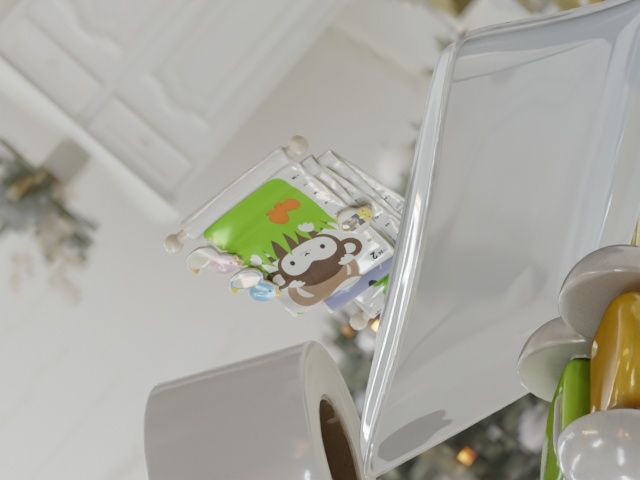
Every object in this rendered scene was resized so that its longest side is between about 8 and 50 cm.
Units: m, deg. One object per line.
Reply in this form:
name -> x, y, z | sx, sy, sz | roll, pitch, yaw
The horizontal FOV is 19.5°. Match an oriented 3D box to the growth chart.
growth chart -> 0.000, 0.000, 1.553 | 0.237, 0.172, 0.021 | 26, -150, -38

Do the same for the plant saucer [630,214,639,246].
plant saucer -> 0.399, -0.045, 2.129 | 0.081, 0.333, 0.333 | 4, -168, 7

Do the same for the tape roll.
tape roll -> -0.054, 0.237, 1.848 | 0.246, 0.169, 0.246 | -16, -90, -79

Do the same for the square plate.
square plate -> 0.151, -0.024, 1.411 | 0.049, 0.347, 0.344 | 26, -151, 31

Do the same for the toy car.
toy car -> 0.190, 0.104, 1.074 | 0.136, 0.159, 0.182 | 12, 143, -8
